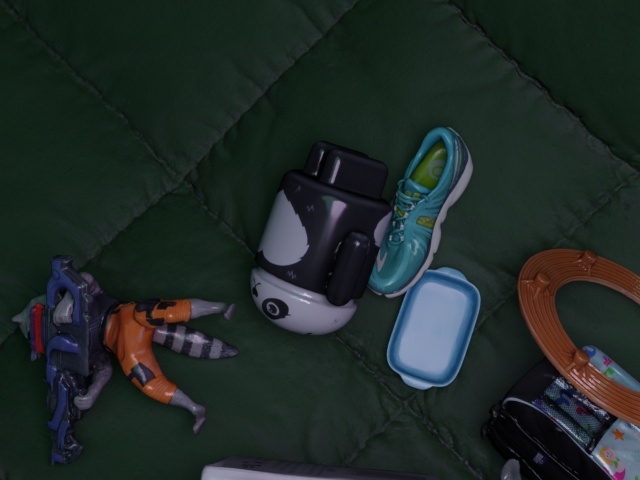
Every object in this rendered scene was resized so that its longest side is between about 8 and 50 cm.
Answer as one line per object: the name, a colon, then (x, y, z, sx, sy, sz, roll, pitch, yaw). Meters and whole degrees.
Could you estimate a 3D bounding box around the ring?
ring: (0.427, 0.128, 1.577, 0.336, 0.336, 0.032, 35, 126, 7)

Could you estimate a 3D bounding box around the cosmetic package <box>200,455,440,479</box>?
cosmetic package: (-0.004, 0.507, 1.516, 0.327, 0.329, 0.394, 5, 81, 3)

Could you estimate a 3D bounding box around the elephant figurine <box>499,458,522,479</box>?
elephant figurine: (0.298, 0.461, 1.599, 0.239, 0.169, 0.186, 31, 124, -28)

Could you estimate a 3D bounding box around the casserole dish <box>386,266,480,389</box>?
casserole dish: (0.171, 0.134, 1.709, 0.114, 0.037, 0.188, 19, 82, 6)

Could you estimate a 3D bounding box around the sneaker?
sneaker: (0.134, -0.048, 1.693, 0.107, 0.110, 0.275, 21, 81, 23)

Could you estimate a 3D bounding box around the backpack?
backpack: (0.378, 0.288, 1.575, 0.191, 0.225, 0.253, -37, 70, -19)

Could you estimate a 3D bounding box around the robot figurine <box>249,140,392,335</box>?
robot figurine: (-0.001, 0.000, 1.639, 0.173, 0.209, 0.278, 21, 99, 11)

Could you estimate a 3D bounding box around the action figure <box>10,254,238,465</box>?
action figure: (-0.309, 0.179, 1.700, 0.330, 0.178, 0.341, 18, 113, 11)
